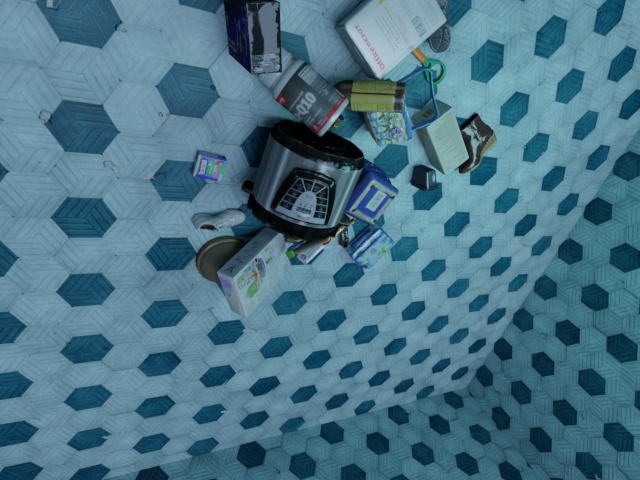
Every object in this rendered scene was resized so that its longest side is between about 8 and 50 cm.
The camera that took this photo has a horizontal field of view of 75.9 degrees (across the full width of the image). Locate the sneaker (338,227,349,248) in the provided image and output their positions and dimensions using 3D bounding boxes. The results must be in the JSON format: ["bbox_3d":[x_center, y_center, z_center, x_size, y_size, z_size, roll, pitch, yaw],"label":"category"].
[{"bbox_3d":[0.118,-0.025,1.993,0.061,0.064,0.157,-22,132,-13],"label":"sneaker"}]

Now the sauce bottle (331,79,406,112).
[{"bbox_3d":[0.134,-0.525,1.482,0.345,0.111,0.111,9,129,13],"label":"sauce bottle"}]

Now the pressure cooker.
[{"bbox_3d":[-0.061,-0.198,1.558,0.376,0.370,0.419,-10,132,-48],"label":"pressure cooker"}]

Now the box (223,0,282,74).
[{"bbox_3d":[-0.204,-0.623,1.221,0.103,0.261,0.184,-12,128,-21],"label":"box"}]

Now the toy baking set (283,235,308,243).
[{"bbox_3d":[-0.078,-0.065,1.877,0.257,0.030,0.196,14,117,-36],"label":"toy baking set"}]

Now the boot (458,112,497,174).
[{"bbox_3d":[0.723,-0.466,1.998,0.207,0.090,0.248,35,105,-29],"label":"boot"}]

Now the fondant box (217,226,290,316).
[{"bbox_3d":[-0.274,0.128,1.761,0.330,0.096,0.238,-50,145,-39],"label":"fondant box"}]

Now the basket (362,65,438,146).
[{"bbox_3d":[0.320,-0.519,1.631,0.289,0.201,0.254,-29,137,5],"label":"basket"}]

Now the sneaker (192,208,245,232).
[{"bbox_3d":[-0.401,-0.067,1.654,0.213,0.094,0.080,-10,127,-23],"label":"sneaker"}]

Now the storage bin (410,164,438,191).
[{"bbox_3d":[0.500,-0.302,1.954,0.099,0.135,0.090,-16,121,-18],"label":"storage bin"}]

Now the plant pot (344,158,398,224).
[{"bbox_3d":[0.183,-0.213,1.785,0.236,0.212,0.235,24,110,-39],"label":"plant pot"}]

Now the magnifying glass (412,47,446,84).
[{"bbox_3d":[0.432,-0.718,1.667,0.231,0.026,0.092,23,111,-41],"label":"magnifying glass"}]

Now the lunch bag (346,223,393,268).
[{"bbox_3d":[0.251,0.030,2.095,0.219,0.090,0.176,-43,130,5],"label":"lunch bag"}]

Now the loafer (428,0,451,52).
[{"bbox_3d":[0.426,-0.862,1.523,0.109,0.095,0.302,-7,129,14],"label":"loafer"}]

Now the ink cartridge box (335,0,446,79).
[{"bbox_3d":[0.241,-0.752,1.428,0.306,0.131,0.226,-39,117,6],"label":"ink cartridge box"}]

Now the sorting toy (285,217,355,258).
[{"bbox_3d":[0.000,0.000,1.768,0.348,0.196,0.047,-23,100,25],"label":"sorting toy"}]

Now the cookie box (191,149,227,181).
[{"bbox_3d":[-0.413,-0.275,1.524,0.107,0.040,0.091,8,120,-32],"label":"cookie box"}]

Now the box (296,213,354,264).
[{"bbox_3d":[0.023,-0.020,1.927,0.324,0.067,0.063,-43,96,9],"label":"box"}]

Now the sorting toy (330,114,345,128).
[{"bbox_3d":[0.067,-0.487,1.626,0.061,0.042,0.101,-2,125,-28],"label":"sorting toy"}]

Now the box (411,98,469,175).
[{"bbox_3d":[0.546,-0.460,1.858,0.148,0.121,0.311,-37,133,1],"label":"box"}]

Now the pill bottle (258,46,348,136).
[{"bbox_3d":[-0.060,-0.504,1.395,0.283,0.161,0.161,37,103,-11],"label":"pill bottle"}]

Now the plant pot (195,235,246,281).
[{"bbox_3d":[-0.409,0.106,1.773,0.238,0.109,0.237,-14,130,-18],"label":"plant pot"}]
